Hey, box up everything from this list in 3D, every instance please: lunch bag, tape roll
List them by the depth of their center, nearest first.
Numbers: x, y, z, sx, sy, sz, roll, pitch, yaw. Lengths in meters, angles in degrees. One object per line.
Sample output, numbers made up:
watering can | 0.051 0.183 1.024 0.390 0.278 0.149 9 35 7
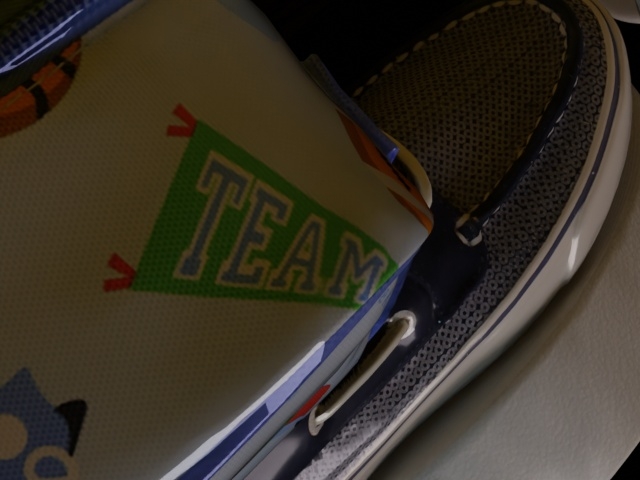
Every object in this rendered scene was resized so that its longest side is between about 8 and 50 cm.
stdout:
lunch bag | -0.079 0.043 0.470 0.243 0.115 0.303 -43 177 -5
tape roll | 0.015 0.058 0.947 0.392 0.072 0.392 -34 -157 17

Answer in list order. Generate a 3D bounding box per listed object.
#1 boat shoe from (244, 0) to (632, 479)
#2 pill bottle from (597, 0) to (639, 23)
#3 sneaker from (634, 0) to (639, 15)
boat shoe | 0.000 0.000 0.737 0.340 0.127 0.158 -54 150 -16
pill bottle | 0.203 -0.181 1.104 0.086 0.086 0.152 -42 177 31
sneaker | 0.184 -0.165 0.915 0.258 0.094 0.091 54 53 -69
